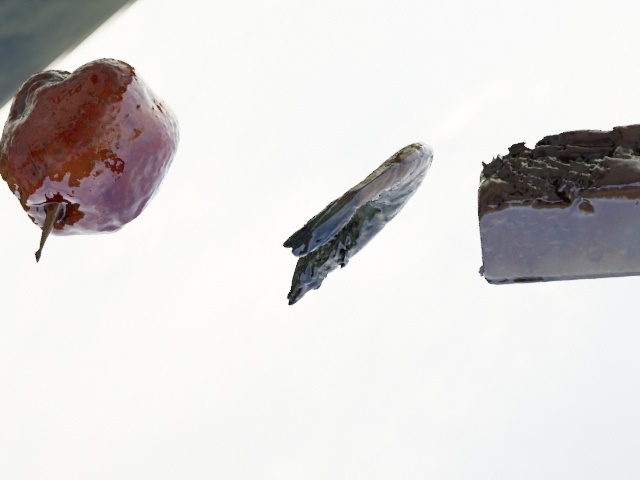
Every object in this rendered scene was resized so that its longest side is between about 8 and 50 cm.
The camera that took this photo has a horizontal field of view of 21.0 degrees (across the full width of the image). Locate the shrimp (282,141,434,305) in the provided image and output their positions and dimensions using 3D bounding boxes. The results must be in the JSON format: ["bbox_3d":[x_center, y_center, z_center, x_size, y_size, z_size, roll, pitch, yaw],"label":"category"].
[{"bbox_3d":[0.000,0.000,1.650,0.262,0.051,0.198,-46,168,37],"label":"shrimp"}]

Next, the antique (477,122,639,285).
[{"bbox_3d":[0.272,-0.033,1.328,0.310,0.093,0.087,-4,-142,9],"label":"antique"}]

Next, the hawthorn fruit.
[{"bbox_3d":[-0.280,-0.080,1.966,0.207,0.207,0.243,-18,-138,48],"label":"hawthorn fruit"}]
